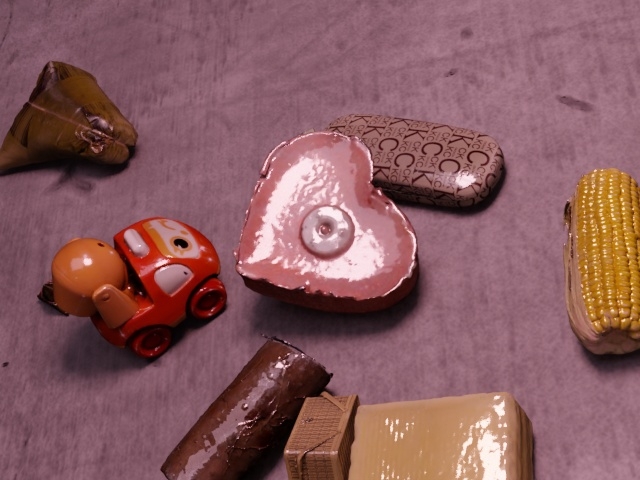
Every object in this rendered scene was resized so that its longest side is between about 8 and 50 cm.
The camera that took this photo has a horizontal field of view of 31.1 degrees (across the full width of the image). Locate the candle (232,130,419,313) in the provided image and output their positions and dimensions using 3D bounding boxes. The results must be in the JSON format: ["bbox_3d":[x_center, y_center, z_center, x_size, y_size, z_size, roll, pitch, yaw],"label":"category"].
[{"bbox_3d":[0.000,0.000,1.863,0.287,0.131,0.317,-32,67,-7],"label":"candle"}]

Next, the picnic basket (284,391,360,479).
[{"bbox_3d":[0.011,0.302,1.631,0.079,0.115,0.164,-3,26,15],"label":"picnic basket"}]

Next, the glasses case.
[{"bbox_3d":[0.143,-0.139,1.966,0.354,0.085,0.137,13,62,34],"label":"glasses case"}]

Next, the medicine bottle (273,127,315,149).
[{"bbox_3d":[-0.040,-0.168,2.109,0.083,0.047,0.047,-28,47,4],"label":"medicine bottle"}]

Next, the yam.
[{"bbox_3d":[-0.114,0.275,1.749,0.280,0.131,0.131,-49,49,-11],"label":"yam"}]

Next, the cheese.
[{"bbox_3d":[0.159,0.352,1.549,0.242,0.124,0.266,-11,52,24],"label":"cheese"}]

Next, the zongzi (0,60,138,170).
[{"bbox_3d":[-0.530,-0.183,2.330,0.300,0.145,0.274,-49,53,8],"label":"zongzi"}]

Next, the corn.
[{"bbox_3d":[0.423,0.026,1.686,0.123,0.122,0.305,-31,37,41],"label":"corn"}]

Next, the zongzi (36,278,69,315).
[{"bbox_3d":[-0.486,0.108,2.120,0.067,0.073,0.083,-36,7,-3],"label":"zongzi"}]

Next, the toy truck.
[{"bbox_3d":[-0.312,0.053,1.939,0.264,0.239,0.189,-37,48,-5],"label":"toy truck"}]
